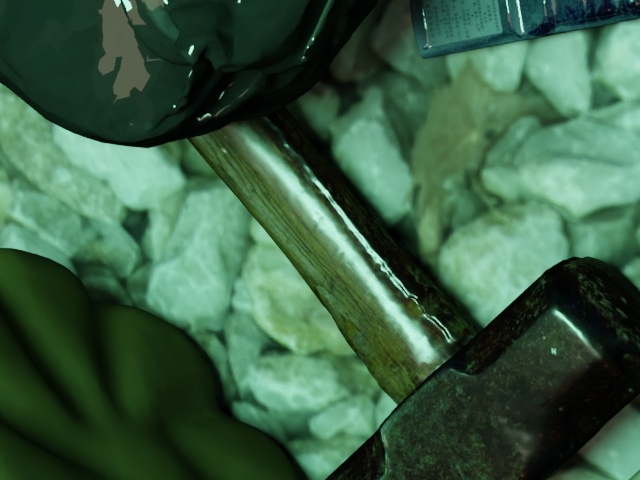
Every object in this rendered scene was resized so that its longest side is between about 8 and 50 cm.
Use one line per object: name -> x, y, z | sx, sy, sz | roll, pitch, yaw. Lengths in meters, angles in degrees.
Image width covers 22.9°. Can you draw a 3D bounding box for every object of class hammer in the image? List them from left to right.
hammer -> 0.000, 0.000, 0.962 | 0.409, 0.095, 0.242 | 50, 117, 8

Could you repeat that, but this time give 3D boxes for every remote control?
remote control -> 0.124, -0.137, 0.904 | 0.153, 0.027, 0.043 | -7, 104, 28

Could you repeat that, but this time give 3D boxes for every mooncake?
mooncake -> -0.151, 0.182, 0.927 | 0.378, 0.378, 0.201 | 45, 110, 8

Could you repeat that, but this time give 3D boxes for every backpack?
backpack -> -0.078, -0.283, 0.827 | 0.363, 0.255, 0.445 | 34, 100, 15

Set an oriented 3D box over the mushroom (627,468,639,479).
mushroom -> 0.245, 0.220, 0.829 | 0.244, 0.243, 0.243 | 6, 106, 23
